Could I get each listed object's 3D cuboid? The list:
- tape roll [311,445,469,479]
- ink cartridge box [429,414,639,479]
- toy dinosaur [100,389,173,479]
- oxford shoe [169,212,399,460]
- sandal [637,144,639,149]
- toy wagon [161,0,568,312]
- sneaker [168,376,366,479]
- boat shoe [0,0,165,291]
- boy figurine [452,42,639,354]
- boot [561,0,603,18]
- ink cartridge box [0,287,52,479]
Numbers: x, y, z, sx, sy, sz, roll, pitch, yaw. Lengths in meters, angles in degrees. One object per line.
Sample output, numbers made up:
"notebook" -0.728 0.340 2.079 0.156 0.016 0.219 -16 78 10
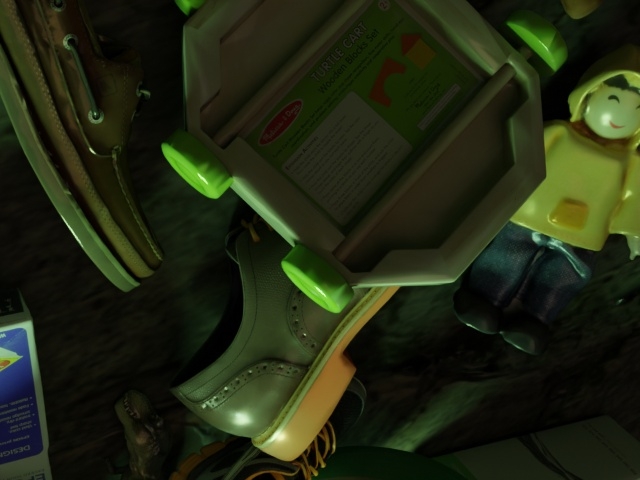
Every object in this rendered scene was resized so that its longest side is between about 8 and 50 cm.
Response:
"tape roll" 0.013 0.315 0.883 0.321 0.321 0.077 -23 122 -15
"ink cartridge box" 0.223 0.323 1.115 0.273 0.115 0.198 -8 117 -23
"toy dinosaur" -0.184 0.265 0.923 0.118 0.064 0.268 -14 123 -27
"oxford shoe" 0.000 0.000 0.844 0.133 0.130 0.363 26 91 -15
"sandal" 0.305 -0.060 0.988 0.240 0.079 0.088 -48 125 2
"toy wagon" 0.007 -0.128 0.754 0.344 0.068 0.267 43 78 -3
"sneaker" -0.033 0.198 0.933 0.215 0.083 0.084 -34 124 -28
"boat shoe" -0.167 -0.101 0.716 0.104 0.111 0.307 -30 124 -9
"boy figurine" 0.233 -0.037 0.932 0.177 0.092 0.285 28 110 2
"boot" 0.258 -0.353 0.811 0.264 0.096 0.280 -42 126 -2
"ink cartridge box" -0.319 0.140 0.789 0.206 0.045 0.208 -12 134 -20
